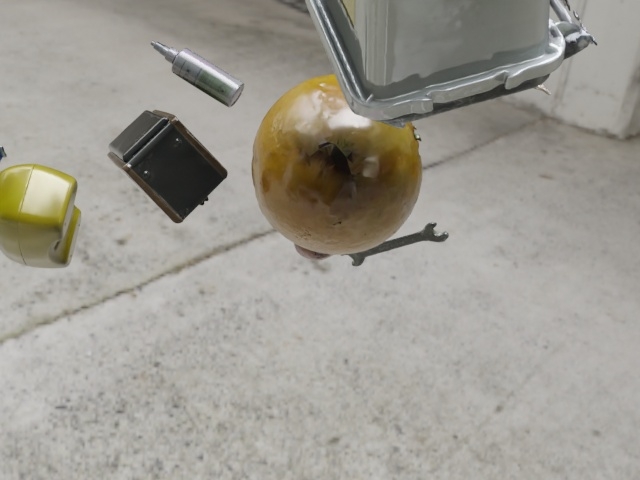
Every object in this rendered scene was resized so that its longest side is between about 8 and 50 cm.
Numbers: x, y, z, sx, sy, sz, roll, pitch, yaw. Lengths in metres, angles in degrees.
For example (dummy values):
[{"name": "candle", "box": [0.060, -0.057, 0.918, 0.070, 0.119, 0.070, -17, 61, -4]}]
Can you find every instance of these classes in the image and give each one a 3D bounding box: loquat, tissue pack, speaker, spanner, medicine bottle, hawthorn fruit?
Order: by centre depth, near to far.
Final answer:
[{"name": "loquat", "box": [0.025, -0.110, 1.413, 0.263, 0.263, 0.263, 6, 28, -3]}, {"name": "tissue pack", "box": [-0.437, -0.035, 1.468, 0.127, 0.178, 0.123, 9, 64, -6]}, {"name": "hawthorn fruit", "box": [0.000, 0.000, 1.631, 0.081, 0.081, 0.093, -8, 22, -28]}, {"name": "medicine bottle", "box": [-0.244, -0.330, 1.863, 0.199, 0.057, 0.057, 33, 31, 3]}, {"name": "spanner", "box": [0.145, 0.008, 1.938, 0.254, 0.054, 0.015, -17, 30, 38]}, {"name": "speaker", "box": [-0.323, -0.159, 2.013, 0.153, 0.192, 0.231, -46, 23, -6]}]

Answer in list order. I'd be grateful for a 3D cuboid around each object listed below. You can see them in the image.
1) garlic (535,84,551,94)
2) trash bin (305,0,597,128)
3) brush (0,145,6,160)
[{"name": "garlic", "box": [0.351, -0.321, 1.704, 0.084, 0.066, 0.152, 4, 38, -17]}, {"name": "trash bin", "box": [0.135, -0.330, 1.004, 0.296, 0.367, 0.255, -15, 55, -5]}, {"name": "brush", "box": [-0.664, -0.166, 1.784, 0.179, 0.033, 0.030, 7, 64, 13]}]
